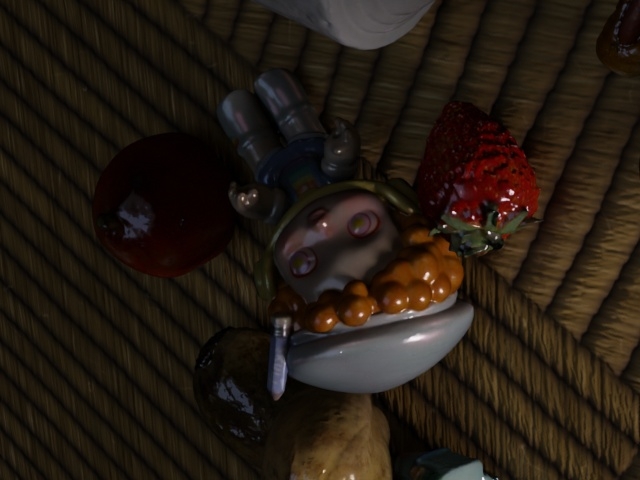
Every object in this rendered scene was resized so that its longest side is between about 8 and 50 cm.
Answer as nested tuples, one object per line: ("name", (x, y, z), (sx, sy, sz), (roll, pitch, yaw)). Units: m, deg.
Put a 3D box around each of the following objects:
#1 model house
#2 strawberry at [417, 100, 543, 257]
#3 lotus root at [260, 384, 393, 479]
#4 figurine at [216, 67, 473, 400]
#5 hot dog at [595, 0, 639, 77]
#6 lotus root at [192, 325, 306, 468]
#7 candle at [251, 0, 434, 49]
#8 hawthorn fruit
("model house", (0.105, 0.297, 1.823), (0.149, 0.119, 0.148), (14, 116, 51))
("strawberry", (0.154, -0.060, 1.627), (0.131, 0.148, 0.131), (8, 142, 6))
("lotus root", (0.010, 0.246, 1.801), (0.140, 0.257, 0.154), (-15, 118, 17))
("figurine", (0.027, -0.016, 1.756), (0.205, 0.225, 0.381), (60, -164, -62))
("hot dog", (0.301, -0.227, 1.440), (0.066, 0.047, 0.215), (45, 134, 20))
("lotus root", (-0.071, 0.198, 1.950), (0.138, 0.138, 0.214), (-40, 77, 47))
("candle", (0.007, -0.308, 1.587), (0.342, 0.221, 0.221), (31, 127, 34))
("hawthorn fruit", (-0.191, -0.039, 1.929), (0.169, 0.188, 0.169), (15, 110, 46))
